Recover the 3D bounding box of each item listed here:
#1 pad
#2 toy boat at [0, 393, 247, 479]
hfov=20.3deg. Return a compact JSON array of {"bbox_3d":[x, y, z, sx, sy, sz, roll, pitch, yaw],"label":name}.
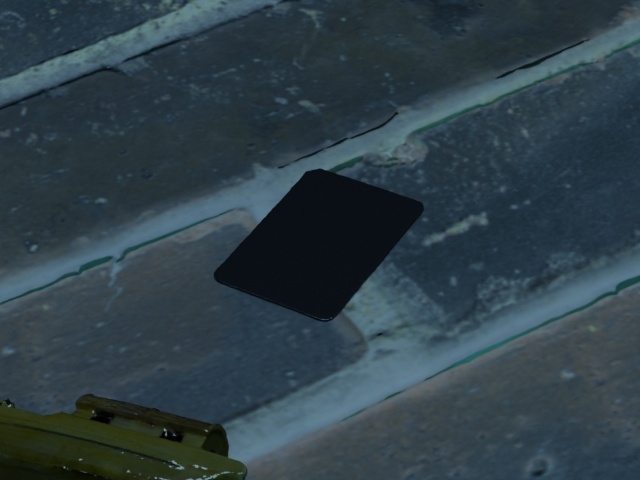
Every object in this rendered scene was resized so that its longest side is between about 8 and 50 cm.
[{"bbox_3d":[0.000,0.000,1.429,0.112,0.003,0.157,20,47,25],"label":"pad"},{"bbox_3d":[-0.147,0.149,1.230,0.226,0.068,0.088,11,39,22],"label":"toy boat"}]
